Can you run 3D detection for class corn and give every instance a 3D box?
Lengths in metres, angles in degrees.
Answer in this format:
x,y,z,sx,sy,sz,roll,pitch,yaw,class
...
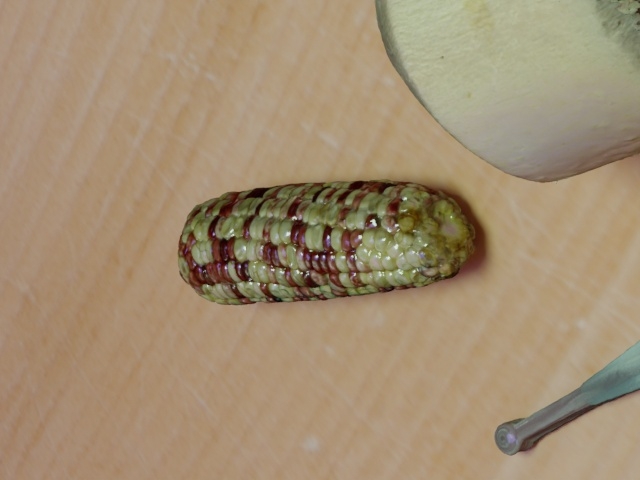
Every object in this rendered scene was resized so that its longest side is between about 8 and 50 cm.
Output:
x,y,z,sx,sy,sz,roll,pitch,yaw,class
0.000,0.000,1.245,0.253,0.086,0.086,-5,95,47,corn

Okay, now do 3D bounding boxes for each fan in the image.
x,y,z,sx,sy,sz,roll,pitch,yaw,class
0.203,0.077,1.090,0.282,0.023,0.057,-40,78,44,fan

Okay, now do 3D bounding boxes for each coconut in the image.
x,y,z,sx,sy,sz,roll,pitch,yaw,class
0.131,-0.142,0.991,0.234,0.224,0.224,-33,74,44,coconut
